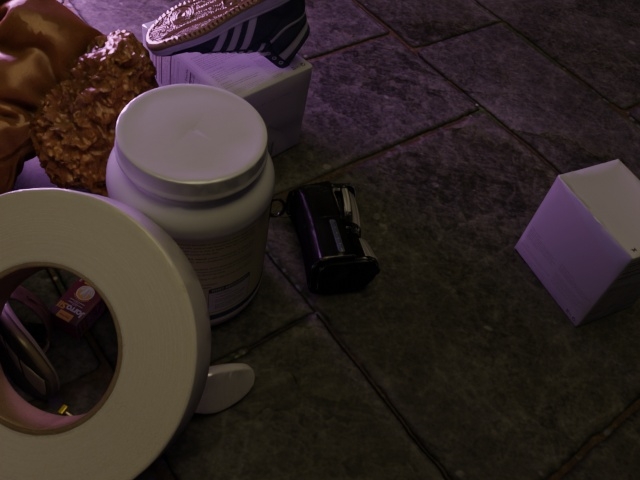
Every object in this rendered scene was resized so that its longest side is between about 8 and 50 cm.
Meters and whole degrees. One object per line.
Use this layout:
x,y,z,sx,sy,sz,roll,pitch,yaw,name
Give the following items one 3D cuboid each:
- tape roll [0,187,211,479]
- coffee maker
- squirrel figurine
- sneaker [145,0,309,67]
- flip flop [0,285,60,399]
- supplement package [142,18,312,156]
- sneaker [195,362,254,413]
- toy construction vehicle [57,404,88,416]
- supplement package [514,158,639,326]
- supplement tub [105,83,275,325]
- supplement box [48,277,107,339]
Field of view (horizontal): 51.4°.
-0.332,0.129,0.826,0.391,0.072,0.392,0,89,6,tape roll
0.000,0.000,1.154,0.171,0.120,0.178,-17,51,5,coffee maker
-0.473,-0.199,1.106,0.396,0.281,0.371,13,56,10,squirrel figurine
-0.149,-0.355,1.160,0.282,0.153,0.099,-24,57,1,sneaker
-0.444,0.110,0.975,0.080,0.112,0.277,-18,50,-38,flip flop
-0.186,-0.297,1.293,0.199,0.198,0.262,-32,64,-33,supplement package
-0.203,0.206,0.960,0.212,0.080,0.094,-13,33,-25,sneaker
-0.332,0.277,0.899,0.098,0.035,0.086,23,61,11,toy construction vehicle
0.489,0.004,1.175,0.149,0.203,0.194,-16,56,-22,supplement package
-0.192,-0.043,0.997,0.235,0.325,0.235,6,50,-7,supplement tub
-0.369,0.102,1.026,0.055,0.043,0.083,25,51,8,supplement box
